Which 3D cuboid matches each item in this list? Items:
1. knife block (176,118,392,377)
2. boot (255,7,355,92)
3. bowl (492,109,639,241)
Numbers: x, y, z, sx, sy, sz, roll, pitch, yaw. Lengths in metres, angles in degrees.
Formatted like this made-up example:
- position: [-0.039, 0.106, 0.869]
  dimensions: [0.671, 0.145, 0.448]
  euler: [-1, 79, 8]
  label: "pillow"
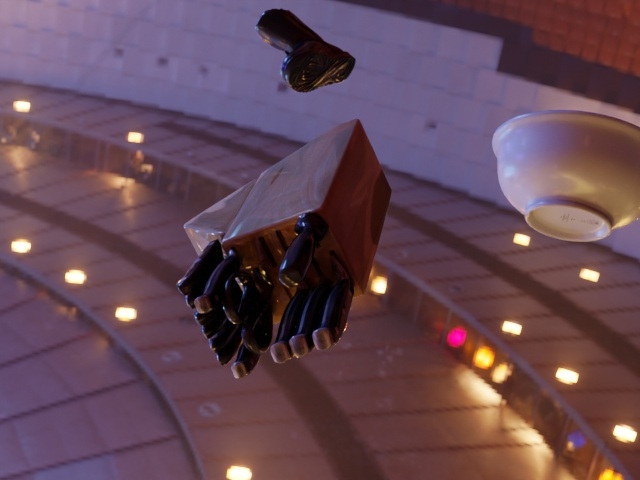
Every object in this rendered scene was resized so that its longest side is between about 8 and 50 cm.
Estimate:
- position: [0.000, 0.000, 0.879]
  dimensions: [0.276, 0.088, 0.242]
  euler: [-35, -157, -23]
  label: "knife block"
- position: [-0.065, -0.409, 2.207]
  dimensions: [0.207, 0.094, 0.246]
  euler: [37, -151, 20]
  label: "boot"
- position: [0.419, -0.086, 1.720]
  dimensions: [0.298, 0.134, 0.298]
  euler: [14, 161, 5]
  label: "bowl"
